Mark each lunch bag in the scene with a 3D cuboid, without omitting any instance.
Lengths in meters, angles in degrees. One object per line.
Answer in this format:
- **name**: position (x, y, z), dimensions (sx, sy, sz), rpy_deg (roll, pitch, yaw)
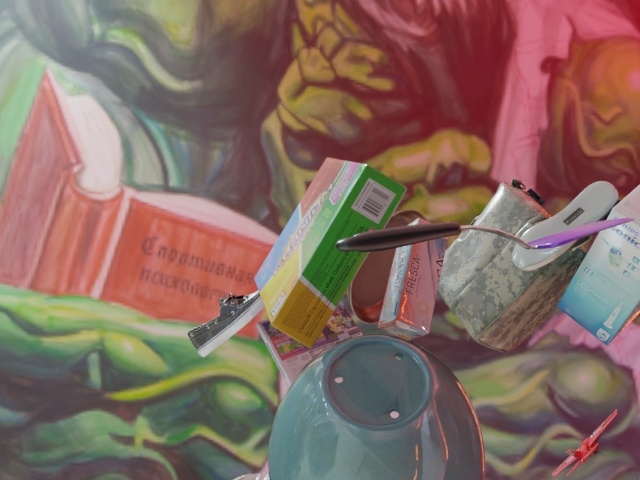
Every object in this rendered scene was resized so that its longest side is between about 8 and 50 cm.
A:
- **lunch bag**: position (0.394, 0.047, 1.630), dimensions (0.212, 0.305, 0.256), rpy_deg (22, 24, -51)

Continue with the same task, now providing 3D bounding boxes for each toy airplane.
- **toy airplane**: position (0.409, 0.321, 1.167), dimensions (0.028, 0.151, 0.151), rpy_deg (46, 15, 26)

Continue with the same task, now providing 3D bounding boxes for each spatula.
- **spatula**: position (0.162, -0.005, 0.771), dimensions (0.296, 0.030, 0.084), rpy_deg (-1, 0, -5)

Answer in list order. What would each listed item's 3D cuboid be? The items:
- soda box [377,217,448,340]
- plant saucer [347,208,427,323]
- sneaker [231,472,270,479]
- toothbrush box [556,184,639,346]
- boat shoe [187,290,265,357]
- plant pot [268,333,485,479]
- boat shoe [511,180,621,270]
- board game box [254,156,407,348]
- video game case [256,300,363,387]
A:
- **soda box**: position (0.147, 0.061, 1.192), dimensions (0.063, 0.183, 0.058), rpy_deg (25, -27, -18)
- **plant saucer**: position (0.164, 0.060, 1.911), dimensions (0.050, 0.311, 0.310), rpy_deg (27, 9, 35)
- **sneaker**: position (-0.053, 0.428, 1.266), dimensions (0.252, 0.103, 0.111), rpy_deg (-1, -26, -17)
- **toothbrush box**: position (0.587, 0.022, 1.392), dimensions (0.126, 0.216, 0.295), rpy_deg (42, -31, 24)
- **boat shoe**: position (-0.187, 0.152, 1.583), dimensions (0.228, 0.076, 0.080), rpy_deg (-39, 2, 20)
- **plant pot**: position (0.070, 0.231, 0.958), dimensions (0.290, 0.290, 0.195), rpy_deg (3, -44, 7)
- **boat shoe**: position (0.448, -0.012, 1.364), dimensions (0.219, 0.078, 0.070), rpy_deg (-38, -46, 10)
- **board game box**: position (0.000, 0.000, 1.107), dimensions (0.064, 0.242, 0.316), rpy_deg (30, 2, -12)
- **video game case**: position (-0.006, 0.218, 1.587), dimensions (0.201, 0.183, 0.023), rpy_deg (-17, -33, -26)
